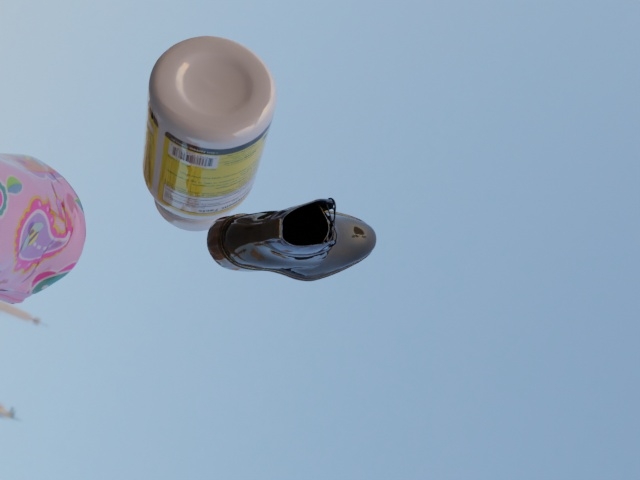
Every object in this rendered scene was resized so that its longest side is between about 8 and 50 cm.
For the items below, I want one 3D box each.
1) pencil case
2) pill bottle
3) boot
[{"bbox_3d":[-0.267,-0.016,0.632,0.124,0.284,0.124,-1,-93,12],"label":"pencil case"},{"bbox_3d":[-0.184,-0.151,1.520,0.334,0.188,0.187,115,-15,-61],"label":"pill bottle"},{"bbox_3d":[0.000,0.000,1.021,0.106,0.219,0.082,-10,-96,50],"label":"boot"}]
